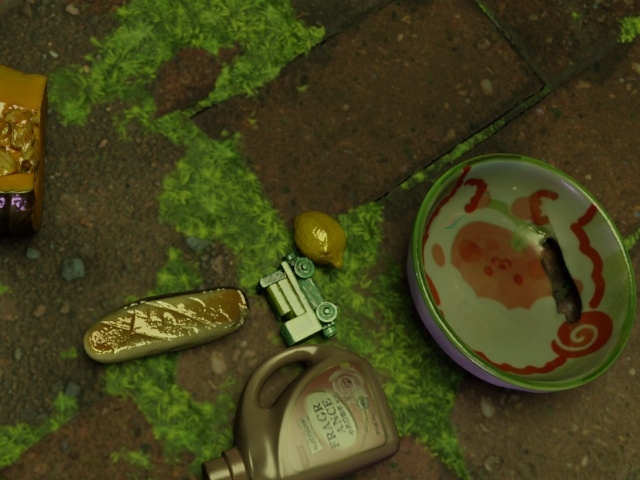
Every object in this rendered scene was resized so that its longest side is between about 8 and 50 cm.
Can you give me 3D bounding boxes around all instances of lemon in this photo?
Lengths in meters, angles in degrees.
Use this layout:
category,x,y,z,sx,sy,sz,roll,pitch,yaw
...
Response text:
category,x,y,z,sx,sy,sz,roll,pitch,yaw
lemon,0.000,0.000,1.553,0.065,0.065,0.092,-34,75,-25

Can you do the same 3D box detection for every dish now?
category,x,y,z,sx,sy,sz,roll,pitch,yaw
dish,0.244,0.055,1.572,0.324,0.124,0.324,9,66,-20

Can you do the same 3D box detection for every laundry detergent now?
category,x,y,z,sx,sy,sz,roll,pitch,yaw
laundry detergent,-0.037,0.217,1.446,0.237,0.076,0.171,-13,71,-18

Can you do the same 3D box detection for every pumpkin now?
category,x,y,z,sx,sy,sz,roll,pitch,yaw
pumpkin,-0.401,-0.103,1.461,0.131,0.126,0.248,3,48,-7

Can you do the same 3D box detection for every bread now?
category,x,y,z,sx,sy,sz,roll,pitch,yaw
bread,-0.189,0.102,1.462,0.214,0.053,0.073,-13,76,-24

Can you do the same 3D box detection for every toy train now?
category,x,y,z,sx,sy,sz,roll,pitch,yaw
toy train,-0.028,0.077,1.523,0.081,0.050,0.122,-27,78,-17

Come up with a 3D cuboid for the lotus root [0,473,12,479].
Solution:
category,x,y,z,sx,sy,sz,roll,pitch,yaw
lotus root,-0.395,0.394,1.229,0.210,0.142,0.314,40,40,-12
